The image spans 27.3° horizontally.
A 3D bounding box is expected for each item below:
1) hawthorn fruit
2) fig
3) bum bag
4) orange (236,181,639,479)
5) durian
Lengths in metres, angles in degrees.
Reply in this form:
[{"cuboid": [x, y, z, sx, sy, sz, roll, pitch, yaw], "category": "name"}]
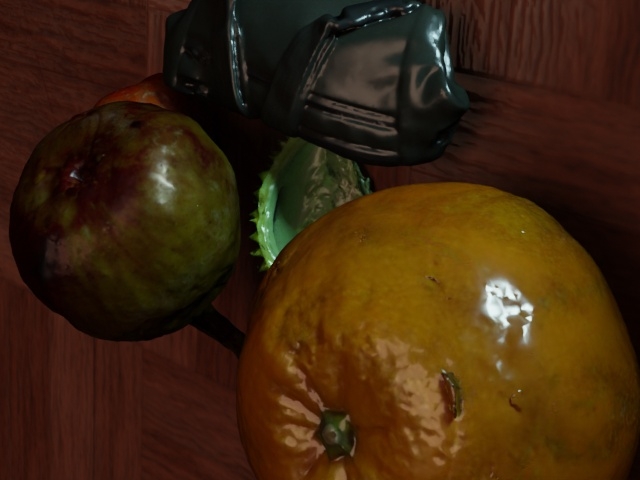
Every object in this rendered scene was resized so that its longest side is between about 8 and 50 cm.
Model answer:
[{"cuboid": [-0.146, -0.086, 1.156, 0.128, 0.128, 0.128, 14, 109, 44], "category": "hawthorn fruit"}, {"cuboid": [-0.126, 0.033, 1.047, 0.190, 0.190, 0.290, 4, 128, 46], "category": "fig"}, {"cuboid": [-0.016, -0.151, 1.014, 0.326, 0.079, 0.142, 24, 101, 38], "category": "bum bag"}, {"cuboid": [0.076, 0.102, 0.882, 0.284, 0.226, 0.284, 7, 100, 45], "category": "orange"}, {"cuboid": [0.000, 0.000, 1.052, 0.100, 0.086, 0.215, -18, 83, 33], "category": "durian"}]
